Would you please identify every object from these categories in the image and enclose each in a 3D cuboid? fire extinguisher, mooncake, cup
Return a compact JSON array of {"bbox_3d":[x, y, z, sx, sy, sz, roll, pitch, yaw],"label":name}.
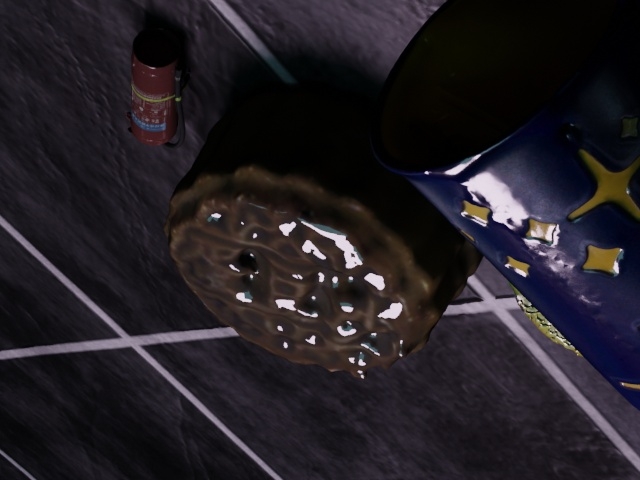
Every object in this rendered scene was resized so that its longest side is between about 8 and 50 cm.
[{"bbox_3d":[-0.122,-0.107,1.297,0.056,0.039,0.132,34,152,13],"label":"fire extinguisher"},{"bbox_3d":[0.000,0.000,1.262,0.228,0.124,0.228,22,149,14],"label":"mooncake"},{"bbox_3d":[0.201,-0.032,0.972,0.256,0.178,0.255,43,150,-26],"label":"cup"}]

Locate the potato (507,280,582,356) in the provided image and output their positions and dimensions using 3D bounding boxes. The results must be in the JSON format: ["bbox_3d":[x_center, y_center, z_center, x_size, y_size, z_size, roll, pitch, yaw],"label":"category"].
[{"bbox_3d":[0.177,-0.001,1.170,0.119,0.054,0.198,5,138,39],"label":"potato"}]
